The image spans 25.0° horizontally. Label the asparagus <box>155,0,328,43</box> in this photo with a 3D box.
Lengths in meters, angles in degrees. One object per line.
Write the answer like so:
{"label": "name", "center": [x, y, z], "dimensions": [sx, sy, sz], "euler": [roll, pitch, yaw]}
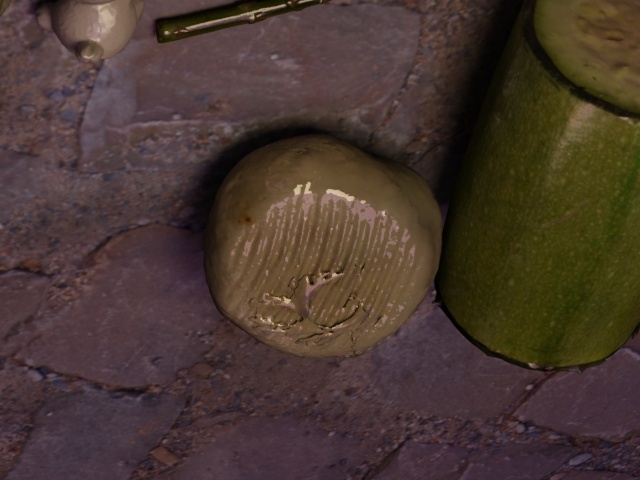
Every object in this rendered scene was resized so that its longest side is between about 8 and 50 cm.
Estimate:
{"label": "asparagus", "center": [-0.038, -0.229, 1.393], "dimensions": [0.248, 0.025, 0.024], "euler": [-15, 99, -7]}

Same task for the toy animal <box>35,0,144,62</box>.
{"label": "toy animal", "center": [-0.185, -0.231, 1.249], "dimensions": [0.131, 0.127, 0.182], "euler": [-5, 151, -9]}

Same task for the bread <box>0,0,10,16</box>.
{"label": "bread", "center": [-0.369, -0.209, 1.105], "dimensions": [0.279, 0.225, 0.250], "euler": [-24, 140, -2]}

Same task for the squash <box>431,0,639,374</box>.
{"label": "squash", "center": [0.281, -0.071, 1.535], "dimensions": [0.263, 0.263, 0.384], "euler": [-5, 140, -19]}

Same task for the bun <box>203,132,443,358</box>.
{"label": "bun", "center": [-0.005, 0.002, 1.572], "dimensions": [0.272, 0.168, 0.273], "euler": [-6, 129, -8]}
